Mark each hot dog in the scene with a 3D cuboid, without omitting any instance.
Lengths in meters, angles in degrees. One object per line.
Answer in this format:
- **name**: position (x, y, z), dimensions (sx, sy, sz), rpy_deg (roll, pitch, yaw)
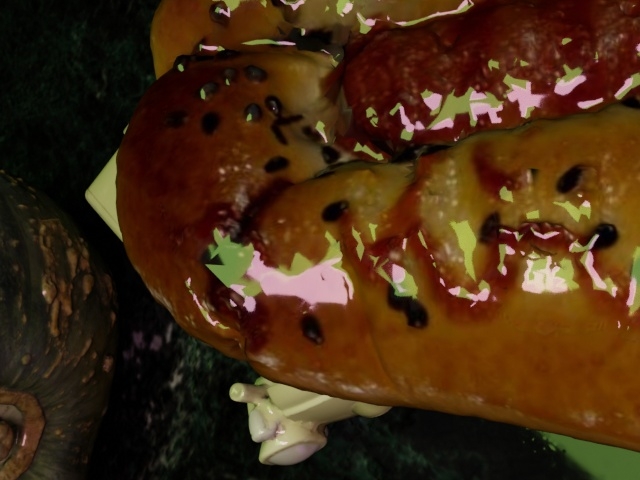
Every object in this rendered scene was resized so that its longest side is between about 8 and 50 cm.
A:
- **hot dog**: position (0.067, -0.081, 0.542), dimensions (0.365, 0.196, 0.367), rpy_deg (5, 64, 20)

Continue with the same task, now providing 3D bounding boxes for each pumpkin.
- **pumpkin**: position (-0.300, 0.102, 0.778), dimensions (0.257, 0.291, 0.328), rpy_deg (21, 87, 40)

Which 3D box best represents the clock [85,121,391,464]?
- **clock**: position (0.000, 0.000, 0.704), dimensions (0.276, 0.120, 0.379), rpy_deg (-48, 58, 11)
